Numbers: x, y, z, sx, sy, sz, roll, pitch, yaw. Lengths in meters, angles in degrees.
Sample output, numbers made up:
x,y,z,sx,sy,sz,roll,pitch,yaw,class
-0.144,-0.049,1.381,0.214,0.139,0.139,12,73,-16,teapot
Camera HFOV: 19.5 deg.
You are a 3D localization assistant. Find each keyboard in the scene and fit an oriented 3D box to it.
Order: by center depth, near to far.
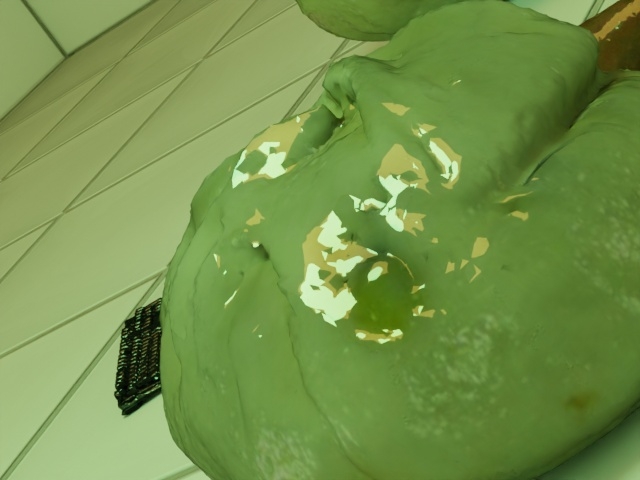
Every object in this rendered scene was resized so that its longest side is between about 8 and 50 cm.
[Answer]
x,y,z,sx,sy,sz,roll,pitch,yaw,class
-0.148,0.091,1.651,0.072,0.023,0.231,-33,15,5,keyboard

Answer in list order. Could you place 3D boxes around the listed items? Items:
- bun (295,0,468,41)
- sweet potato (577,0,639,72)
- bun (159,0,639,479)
x,y,z,sx,sy,sz,roll,pitch,yaw,class
0.134,-0.340,1.984,0.361,0.213,0.361,-34,-2,-1,bun
0.143,-0.091,1.408,0.355,0.095,0.106,-30,61,30,sweet potato
0.057,0.004,1.059,0.365,0.219,0.365,-35,18,13,bun
